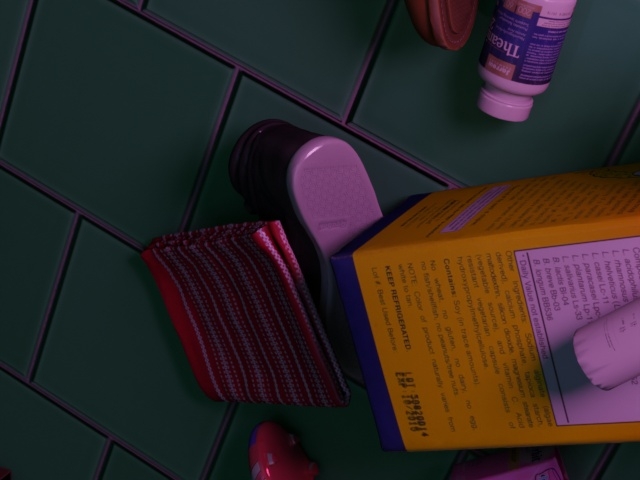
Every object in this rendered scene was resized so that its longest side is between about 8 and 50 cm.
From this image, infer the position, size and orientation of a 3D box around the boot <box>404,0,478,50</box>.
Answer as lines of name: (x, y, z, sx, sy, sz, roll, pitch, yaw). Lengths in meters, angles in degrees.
boot: (0.014, -0.290, 1.260, 0.220, 0.109, 0.283, -11, 101, 29)

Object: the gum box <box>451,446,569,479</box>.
gum box: (0.209, 0.302, 1.394, 0.107, 0.062, 0.188, -18, 100, 11)

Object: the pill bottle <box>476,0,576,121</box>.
pill bottle: (0.177, -0.169, 1.248, 0.067, 0.067, 0.120, 24, 118, 18)

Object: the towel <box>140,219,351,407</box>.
towel: (-0.082, 0.080, 1.433, 0.275, 0.031, 0.198, -8, 107, 58)

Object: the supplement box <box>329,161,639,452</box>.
supplement box: (0.223, 0.053, 1.233, 0.357, 0.195, 0.194, -7, 105, 30)

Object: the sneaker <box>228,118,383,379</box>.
sneaker: (0.000, 0.000, 1.397, 0.147, 0.105, 0.295, 37, 153, 49)

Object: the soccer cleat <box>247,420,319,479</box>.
soccer cleat: (-0.036, 0.315, 1.539, 0.095, 0.083, 0.248, -15, 104, 36)

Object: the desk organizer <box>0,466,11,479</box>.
desk organizer: (-0.418, 0.345, 1.767, 0.050, 0.047, 0.130, 12, 114, 21)

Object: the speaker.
speaker: (0.259, 0.063, 1.069, 0.136, 0.055, 0.055, -33, 91, 33)
